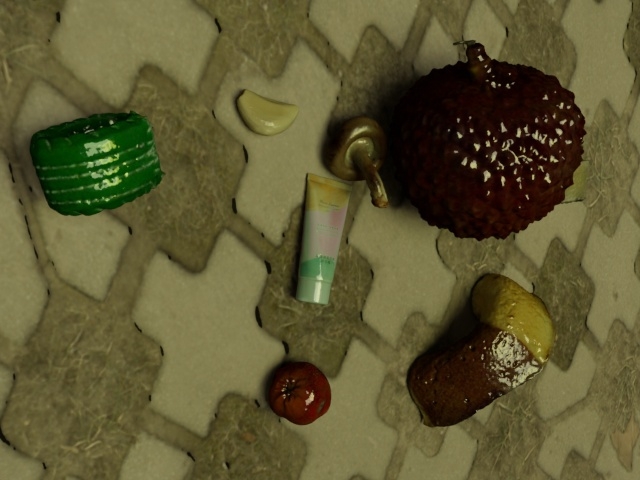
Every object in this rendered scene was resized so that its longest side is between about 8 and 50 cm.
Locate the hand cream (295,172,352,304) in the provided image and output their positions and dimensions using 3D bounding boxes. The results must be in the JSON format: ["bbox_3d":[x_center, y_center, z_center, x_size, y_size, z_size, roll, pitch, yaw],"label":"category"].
[{"bbox_3d":[0.000,0.000,0.999,0.076,0.047,0.174,13,83,-33],"label":"hand cream"}]

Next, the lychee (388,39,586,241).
[{"bbox_3d":[0.224,-0.133,0.988,0.264,0.264,0.300,-38,135,-22],"label":"lychee"}]

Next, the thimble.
[{"bbox_3d":[-0.238,-0.087,0.778,0.130,0.118,0.090,-14,112,-12],"label":"thimble"}]

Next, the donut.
[{"bbox_3d":[0.263,0.170,1.145,0.112,0.151,0.295,45,74,-21],"label":"donut"}]

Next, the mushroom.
[{"bbox_3d":[0.056,-0.102,0.992,0.088,0.073,0.130,-19,92,-19],"label":"mushroom"}]

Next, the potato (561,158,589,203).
[{"bbox_3d":[0.396,-0.102,1.229,0.122,0.061,0.086,-10,107,-31],"label":"potato"}]

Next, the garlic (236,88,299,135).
[{"bbox_3d":[-0.069,-0.161,0.922,0.083,0.041,0.053,18,84,-27],"label":"garlic"}]

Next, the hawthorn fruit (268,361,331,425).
[{"bbox_3d":[-0.026,0.212,1.001,0.093,0.093,0.093,-7,103,-32],"label":"hawthorn fruit"}]
